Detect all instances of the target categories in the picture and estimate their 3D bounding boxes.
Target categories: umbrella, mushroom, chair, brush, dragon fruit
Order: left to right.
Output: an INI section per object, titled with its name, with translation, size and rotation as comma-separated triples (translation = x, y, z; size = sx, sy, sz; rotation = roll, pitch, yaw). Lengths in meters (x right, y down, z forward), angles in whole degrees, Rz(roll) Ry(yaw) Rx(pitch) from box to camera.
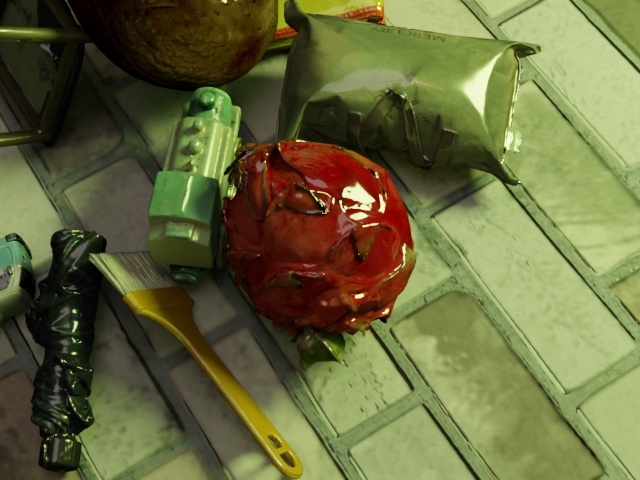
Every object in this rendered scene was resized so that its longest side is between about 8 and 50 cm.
[chair]
translation = -0.304, -0.209, 1.139
size = 0.272, 0.166, 0.188
rotation = -13, 57, -42
[umbrella]
translation = -0.240, 0.101, 1.023
size = 0.071, 0.080, 0.224
rotation = 3, 72, -9
[mushroom]
translation = -0.137, -0.254, 1.072
size = 0.231, 0.138, 0.194
rotation = 19, 52, -26
[brush]
translation = -0.104, 0.110, 1.009
size = 0.013, 0.103, 0.272
rotation = -45, 75, 17
[dragon fruit]
translation = 0.000, 0.000, 1.001
size = 0.172, 0.172, 0.210
rotation = -21, 103, -8

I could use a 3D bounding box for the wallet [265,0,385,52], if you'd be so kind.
[wallet]
translation = -0.052, -0.266, 1.211
size = 0.241, 0.067, 0.141
rotation = -11, 67, 2

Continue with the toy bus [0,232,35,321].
[toy bus]
translation = -0.334, 0.049, 1.060
size = 0.122, 0.060, 0.075
rotation = -21, 68, -6

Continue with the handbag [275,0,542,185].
[handbag]
translation = 0.080, -0.144, 1.110
size = 0.270, 0.117, 0.183
rotation = 10, 74, 3

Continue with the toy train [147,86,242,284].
[toy train]
translation = -0.117, -0.059, 1.068
size = 0.080, 0.125, 0.194
rotation = 6, 64, 2
